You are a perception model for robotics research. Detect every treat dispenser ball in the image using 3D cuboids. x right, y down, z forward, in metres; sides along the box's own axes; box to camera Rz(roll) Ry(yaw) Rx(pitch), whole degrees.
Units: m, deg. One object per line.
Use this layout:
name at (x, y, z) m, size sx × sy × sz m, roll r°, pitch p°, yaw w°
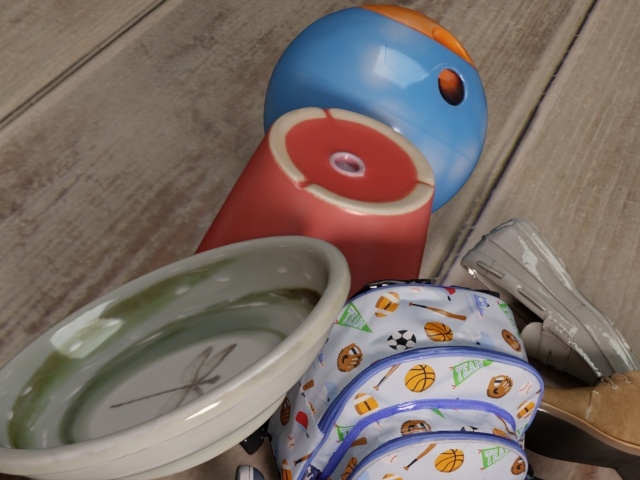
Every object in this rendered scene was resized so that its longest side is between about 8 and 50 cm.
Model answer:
treat dispenser ball at (0.070, -0.158, 1.772) m, size 0.288 × 0.288 × 0.288 m, roll 14°, pitch 37°, yaw -10°

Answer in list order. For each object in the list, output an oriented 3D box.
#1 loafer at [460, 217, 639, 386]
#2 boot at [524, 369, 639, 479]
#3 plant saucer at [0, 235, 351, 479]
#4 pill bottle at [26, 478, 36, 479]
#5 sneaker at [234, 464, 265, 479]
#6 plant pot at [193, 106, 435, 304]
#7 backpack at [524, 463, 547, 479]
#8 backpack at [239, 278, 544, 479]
loafer at (0.296, 0.115, 1.708) m, size 0.111 × 0.112 × 0.319 m, roll -33°, pitch 61°, yaw -4°
boot at (0.313, 0.194, 1.562) m, size 0.305 × 0.112 × 0.115 m, roll 20°, pitch 68°, yaw -14°
plant saucer at (-0.144, 0.132, 1.336) m, size 0.400 × 0.101 × 0.400 m, roll -20°, pitch 19°, yaw 7°
pill bottle at (-0.277, 0.254, 1.253) m, size 0.116 × 0.065 × 0.065 m, roll -10°, pitch 46°, yaw -35°
sneaker at (-0.002, 0.310, 1.289) m, size 0.163 × 0.086 × 0.226 m, roll -2°, pitch 50°, yaw -13°
plant pot at (0.000, 0.000, 1.571) m, size 0.274 × 0.243 × 0.275 m, roll 13°, pitch 37°, yaw -10°
backpack at (0.215, 0.308, 1.399) m, size 0.084 × 0.105 × 0.114 m, roll 21°, pitch 38°, yaw 0°
backpack at (0.090, 0.171, 1.373) m, size 0.276 × 0.263 × 0.213 m, roll 0°, pitch 38°, yaw -25°
